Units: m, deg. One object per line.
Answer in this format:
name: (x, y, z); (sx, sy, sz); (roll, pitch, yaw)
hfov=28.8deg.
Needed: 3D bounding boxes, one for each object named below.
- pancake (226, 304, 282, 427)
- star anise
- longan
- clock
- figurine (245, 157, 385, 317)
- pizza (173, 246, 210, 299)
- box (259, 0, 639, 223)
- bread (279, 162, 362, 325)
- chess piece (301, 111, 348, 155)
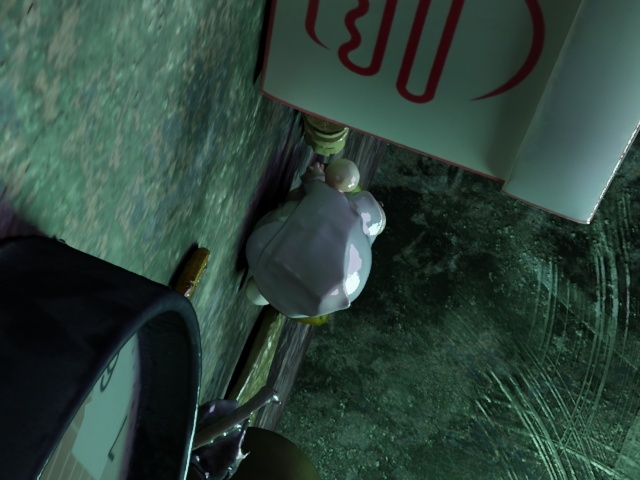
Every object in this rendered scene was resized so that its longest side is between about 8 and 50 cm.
pancake: (-0.099, 0.205, 1.756); (0.250, 0.031, 0.250); (20, 90, -85)
star anise: (-0.130, 0.227, 1.149); (0.262, 0.081, 0.230); (-60, 179, 22)
longan: (-0.088, 0.302, 1.324); (0.196, 0.196, 0.220); (-57, 162, -71)
clock: (-0.151, 0.190, 0.583); (0.386, 0.076, 0.386); (15, 90, -83)
figurine: (0.000, 0.000, 1.387); (0.200, 0.133, 0.276); (-54, 180, 20)
pizza: (-0.105, 0.029, 1.002); (0.083, 0.016, 0.037); (-70, 177, -59)
box: (0.151, -0.259, 0.969); (0.312, 0.300, 0.314); (104, 8, -54)
bread: (0.000, 0.004, 1.702); (0.236, 0.070, 0.236); (13, 90, -84)
chess piece: (0.006, -0.129, 1.387); (0.172, 0.060, 0.060); (104, 7, -83)
